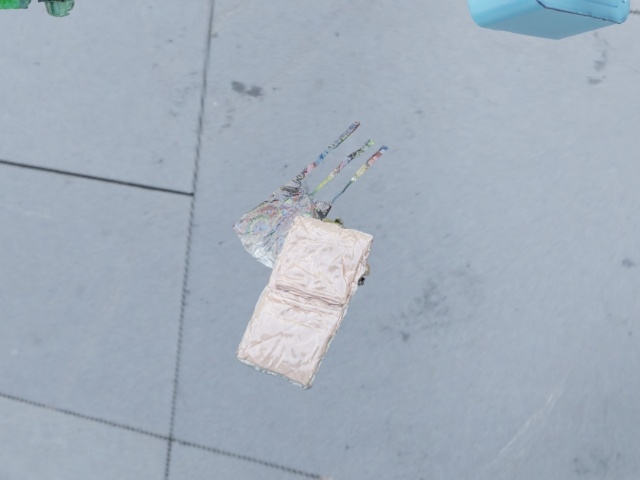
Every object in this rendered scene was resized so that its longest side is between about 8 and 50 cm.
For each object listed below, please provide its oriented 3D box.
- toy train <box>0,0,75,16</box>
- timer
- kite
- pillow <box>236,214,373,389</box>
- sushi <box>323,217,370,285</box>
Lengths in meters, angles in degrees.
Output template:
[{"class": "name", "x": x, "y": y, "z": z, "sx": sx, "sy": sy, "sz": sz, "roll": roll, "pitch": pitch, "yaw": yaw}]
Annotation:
[{"class": "toy train", "x": -0.400, "y": -0.429, "z": 1.275, "sx": 0.203, "sy": 0.120, "sz": 0.300, "roll": -2, "pitch": 126, "yaw": 1}, {"class": "timer", "x": 0.262, "y": -0.374, "z": 1.184, "sx": 0.091, "sy": 0.232, "sz": 0.249, "roll": -6, "pitch": 88, "yaw": 46}, {"class": "kite", "x": -0.012, "y": -0.079, "z": 1.625, "sx": 0.285, "sy": 0.015, "sz": 0.152, "roll": -45, "pitch": 52, "yaw": -7}, {"class": "pillow", "x": -0.022, "y": 0.079, "z": 1.374, "sx": 0.126, "sy": 0.043, "sz": 0.232, "roll": 20, "pitch": 78, "yaw": 16}, {"class": "sushi", "x": 0.002, "y": 0.000, "z": 1.697, "sx": 0.226, "sy": 0.103, "sz": 0.097, "roll": 34, "pitch": 93, "yaw": 22}]
